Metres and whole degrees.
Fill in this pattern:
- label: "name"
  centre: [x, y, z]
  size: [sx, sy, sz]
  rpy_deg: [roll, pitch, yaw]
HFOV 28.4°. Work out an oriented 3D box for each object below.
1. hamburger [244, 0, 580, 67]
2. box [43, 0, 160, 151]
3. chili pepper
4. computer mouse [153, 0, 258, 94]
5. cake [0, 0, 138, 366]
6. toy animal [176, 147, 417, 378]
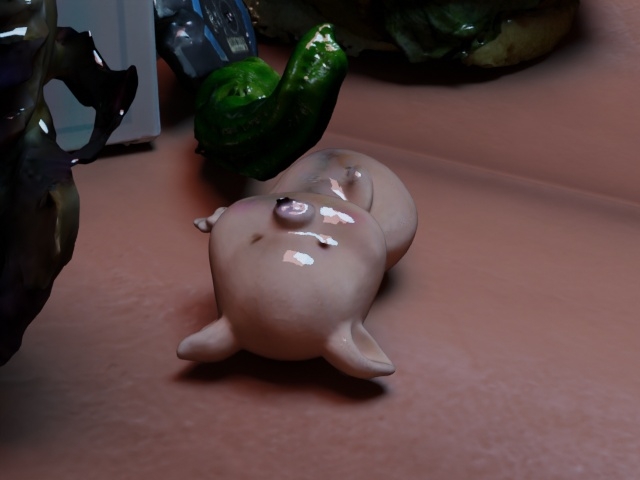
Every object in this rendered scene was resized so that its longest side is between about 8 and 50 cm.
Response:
- label: "hamburger"
  centre: [0.063, -0.219, 0.863]
  size: [0.284, 0.134, 0.265]
  rpy_deg: [4, 35, 0]
- label: "box"
  centre: [-0.160, -0.167, 0.651]
  size: [0.135, 0.269, 0.079]
  rpy_deg: [-9, 39, -14]
- label: "chili pepper"
  centre: [-0.032, -0.068, 0.658]
  size: [0.073, 0.050, 0.182]
  rpy_deg: [-45, 15, -9]
- label: "computer mouse"
  centre: [-0.079, -0.125, 0.765]
  size: [0.047, 0.079, 0.135]
  rpy_deg: [-23, 6, 17]
- label: "cake"
  centre: [-0.227, -0.093, 0.474]
  size: [0.321, 0.332, 0.332]
  rpy_deg: [15, 32, -9]
- label: "toy animal"
  centre: [0.002, 0.006, 0.578]
  size: [0.083, 0.089, 0.150]
  rpy_deg: [-13, 25, 37]
